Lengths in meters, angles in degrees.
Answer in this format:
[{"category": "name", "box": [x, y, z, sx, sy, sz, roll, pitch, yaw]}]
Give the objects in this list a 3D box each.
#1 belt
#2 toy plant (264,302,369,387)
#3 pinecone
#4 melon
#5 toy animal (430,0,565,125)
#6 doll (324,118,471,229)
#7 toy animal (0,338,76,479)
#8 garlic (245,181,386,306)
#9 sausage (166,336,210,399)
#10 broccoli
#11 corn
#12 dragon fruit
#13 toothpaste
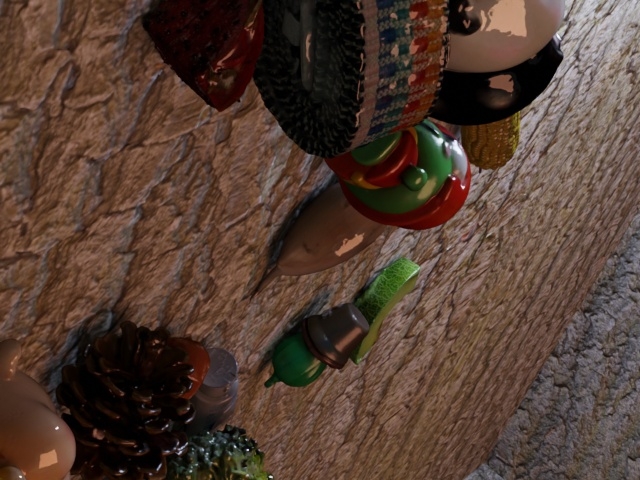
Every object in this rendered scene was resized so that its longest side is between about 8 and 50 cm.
[{"category": "belt", "box": [0.035, -0.245, 1.313, 0.160, 0.206, 0.295, -22, 122, -33]}, {"category": "toy plant", "box": [-0.011, 0.186, 2.093, 0.200, 0.105, 0.143, -35, 173, 11]}, {"category": "pinecone", "box": [-0.246, 0.200, 1.566, 0.185, 0.168, 0.212, -37, 140, -51]}, {"category": "melon", "box": [0.104, 0.122, 2.253, 0.209, 0.064, 0.118, -50, 158, -5]}, {"category": "toy animal", "box": [0.173, -0.281, 1.483, 0.251, 0.251, 0.310, -48, 155, -2]}, {"category": "doll", "box": [0.117, -0.098, 1.718, 0.160, 0.182, 0.363, -58, 153, 9]}, {"category": "toy animal", "box": [-0.367, 0.289, 1.381, 0.247, 0.277, 0.345, -43, 159, -53]}, {"category": "garlic", "box": [-0.004, 0.000, 1.826, 0.266, 0.128, 0.148, -31, 142, -15]}, {"category": "sausage", "box": [-0.234, 0.203, 1.708, 0.179, 0.089, 0.089, -38, 158, -3]}, {"category": "broccoli", "box": [-0.217, 0.433, 1.941, 0.334, 0.324, 0.272, -33, 112, -15]}, {"category": "corn", "box": [0.273, -0.209, 1.985, 0.101, 0.101, 0.310, -44, 155, -14]}, {"category": "dragon fruit", "box": [-0.094, -0.198, 1.269, 0.120, 0.127, 0.161, -39, 157, -6]}, {"category": "toothpaste", "box": [-0.173, 0.257, 1.950, 0.114, 0.073, 0.299, -37, 163, -24]}]
